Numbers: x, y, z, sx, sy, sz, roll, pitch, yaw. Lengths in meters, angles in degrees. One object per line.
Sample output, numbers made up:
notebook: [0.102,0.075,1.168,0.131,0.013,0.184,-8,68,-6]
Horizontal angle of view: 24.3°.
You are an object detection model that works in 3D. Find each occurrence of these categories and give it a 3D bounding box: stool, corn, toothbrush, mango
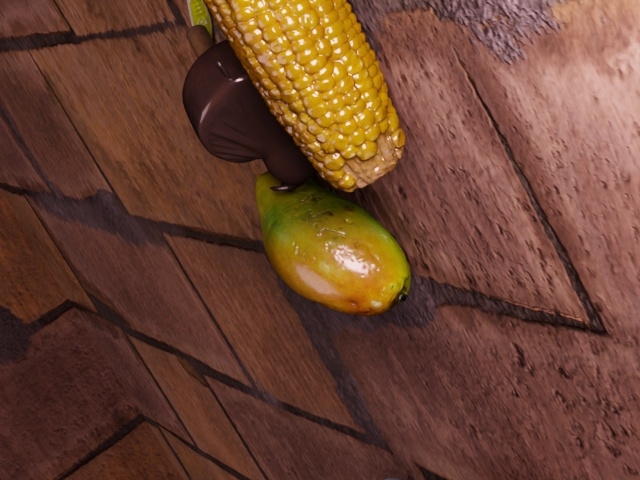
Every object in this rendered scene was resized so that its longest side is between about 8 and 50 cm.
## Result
stool: [-0.064,-0.137,1.502,0.217,0.125,0.121,47,-168,-49]
corn: [-0.028,-0.190,1.310,0.119,0.119,0.322,16,138,62]
toothbrush: [-0.134,-0.249,1.619,0.026,0.022,0.263,58,169,42]
mango: [0.000,0.000,1.567,0.233,0.111,0.125,44,-175,35]

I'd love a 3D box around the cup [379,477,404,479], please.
cup: [0.103,0.504,1.934,0.311,0.257,0.331,46,-178,26]
